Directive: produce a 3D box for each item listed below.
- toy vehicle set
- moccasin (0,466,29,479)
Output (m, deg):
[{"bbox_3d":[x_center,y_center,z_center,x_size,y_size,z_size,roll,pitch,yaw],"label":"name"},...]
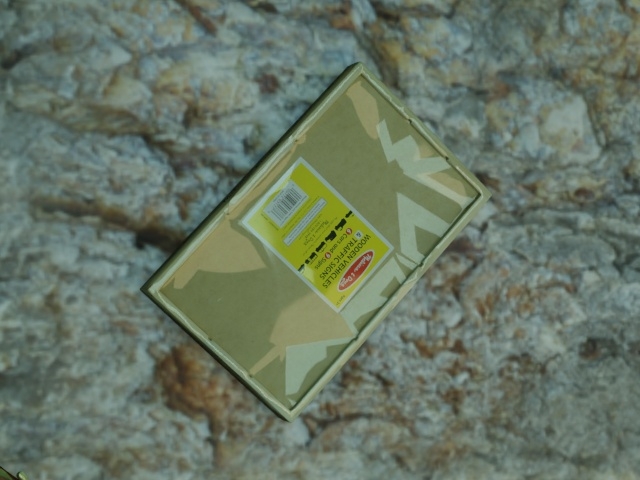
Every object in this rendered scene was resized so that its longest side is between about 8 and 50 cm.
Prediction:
[{"bbox_3d":[0.000,0.000,1.140,0.166,0.035,0.267,45,78,-12],"label":"toy vehicle set"},{"bbox_3d":[-0.261,0.219,1.001,0.139,0.147,0.380,-42,101,-13],"label":"moccasin"}]
